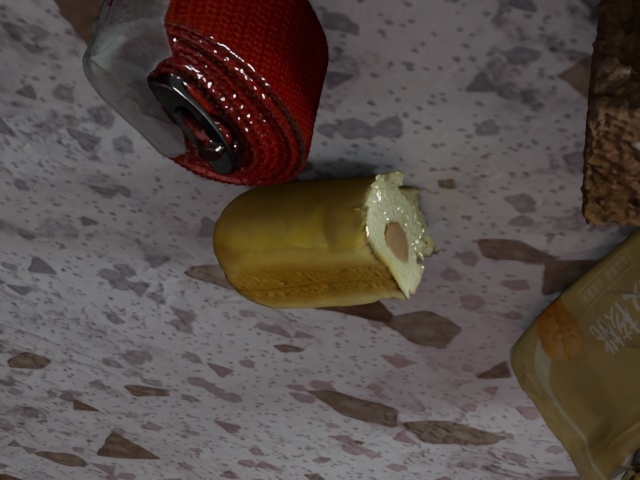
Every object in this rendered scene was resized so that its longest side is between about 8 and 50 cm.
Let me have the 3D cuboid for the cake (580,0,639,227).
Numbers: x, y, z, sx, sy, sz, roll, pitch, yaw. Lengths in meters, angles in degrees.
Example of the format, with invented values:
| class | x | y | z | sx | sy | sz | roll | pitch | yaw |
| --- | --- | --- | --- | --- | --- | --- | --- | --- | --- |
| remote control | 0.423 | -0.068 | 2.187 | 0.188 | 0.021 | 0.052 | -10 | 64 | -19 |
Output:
| class | x | y | z | sx | sy | sz | roll | pitch | yaw |
| --- | --- | --- | --- | --- | --- | --- | --- | --- | --- |
| cake | 0.245 | -0.085 | 0.864 | 0.147 | 0.135 | 0.134 | 5 | 146 | 14 |

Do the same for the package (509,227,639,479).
| class | x | y | z | sx | sy | sz | roll | pitch | yaw |
| --- | --- | --- | --- | --- | --- | --- | --- | --- | --- |
| package | 0.312 | 0.118 | 1.145 | 0.221 | 0.165 | 0.311 | 20 | 148 | -11 |

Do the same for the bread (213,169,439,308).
| class | x | y | z | sx | sy | sz | roll | pitch | yaw |
| --- | --- | --- | --- | --- | --- | --- | --- | --- | --- |
| bread | 0.000 | -0.002 | 1.143 | 0.173 | 0.085 | 0.134 | -4 | 149 | 23 |

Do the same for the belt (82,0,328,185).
| class | x | y | z | sx | sy | sz | roll | pitch | yaw |
| --- | --- | --- | --- | --- | --- | --- | --- | --- | --- |
| belt | -0.077 | -0.121 | 0.942 | 0.128 | 0.124 | 0.201 | -9 | 144 | 29 |
